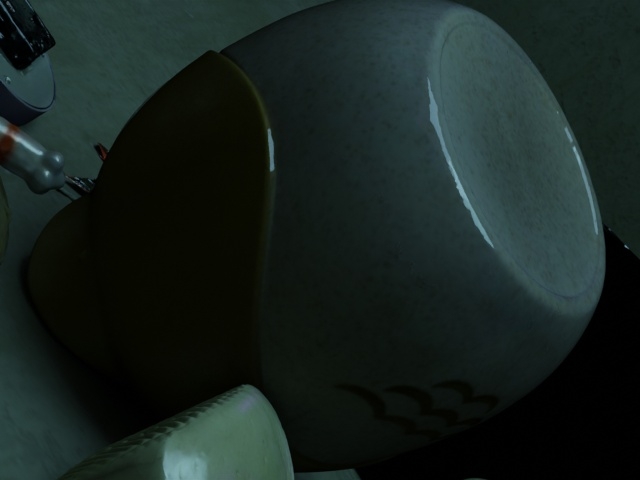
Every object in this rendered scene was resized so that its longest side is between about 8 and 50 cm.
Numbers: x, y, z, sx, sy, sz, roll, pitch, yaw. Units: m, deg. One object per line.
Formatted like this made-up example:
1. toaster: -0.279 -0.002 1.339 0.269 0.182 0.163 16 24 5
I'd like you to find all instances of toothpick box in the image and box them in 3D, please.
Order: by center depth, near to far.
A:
1. toothpick box: 0.000 0.000 1.620 0.409 0.425 0.409 40 38 -39

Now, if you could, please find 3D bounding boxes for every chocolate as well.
1. chocolate: 0.255 0.173 1.973 0.383 0.383 0.331 57 18 19

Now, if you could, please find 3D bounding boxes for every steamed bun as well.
1. steamed bun: -0.106 0.214 1.382 0.152 0.170 0.239 66 20 2

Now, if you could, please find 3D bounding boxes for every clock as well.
1. clock: -0.322 -0.220 1.823 0.198 0.064 0.172 57 18 -11

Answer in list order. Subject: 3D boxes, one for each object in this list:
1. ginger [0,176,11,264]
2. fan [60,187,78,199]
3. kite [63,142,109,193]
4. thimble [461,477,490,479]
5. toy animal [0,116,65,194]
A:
1. ginger: -0.347 -0.006 1.300 0.244 0.155 0.304 50 25 -21
2. fan: -0.160 0.020 1.858 0.310 0.010 0.182 37 23 -34
3. kite: -0.182 -0.036 1.892 0.189 0.009 0.232 51 18 19
4. thimble: 0.125 0.328 1.642 0.229 0.196 0.148 75 -6 -54
5. toy animal: -0.352 -0.122 1.522 0.282 0.138 0.140 55 26 -8
